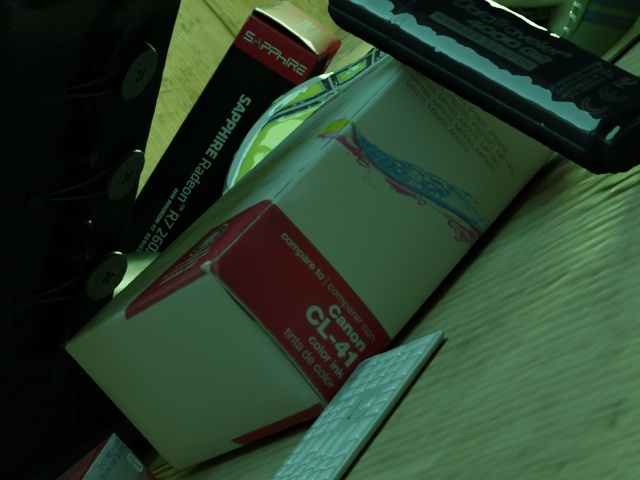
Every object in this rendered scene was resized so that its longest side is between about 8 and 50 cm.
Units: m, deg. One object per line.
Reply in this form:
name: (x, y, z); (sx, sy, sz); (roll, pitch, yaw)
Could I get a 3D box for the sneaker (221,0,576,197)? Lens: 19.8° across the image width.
sneaker: (0.067, -0.109, 1.512); (0.384, 0.145, 0.147); (-46, 9, -23)

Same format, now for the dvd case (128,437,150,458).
dvd case: (-0.242, 0.234, 1.497); (0.239, 0.029, 0.179); (-35, 9, 32)

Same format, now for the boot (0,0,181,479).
boot: (-0.165, -0.050, 1.356); (0.367, 0.146, 0.445); (-46, -30, -54)

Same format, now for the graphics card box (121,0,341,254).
graphics card box: (-0.117, -0.076, 1.960); (0.371, 0.094, 0.233); (-56, 1, 11)

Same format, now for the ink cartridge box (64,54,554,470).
ink cartridge box: (0.000, 0.000, 1.271); (0.306, 0.131, 0.226); (-44, 8, -34)

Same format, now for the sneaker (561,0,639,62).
sneaker: (0.226, -0.198, 1.443); (0.192, 0.086, 0.064); (-40, 8, 5)

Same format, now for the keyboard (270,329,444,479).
keyboard: (-0.009, 0.132, 1.013); (0.072, 0.014, 0.256); (-33, 11, 44)

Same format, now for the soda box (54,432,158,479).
soda box: (-0.152, 0.212, 0.996); (0.092, 0.083, 0.263); (-38, 9, 22)

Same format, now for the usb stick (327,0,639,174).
usb stick: (0.108, -0.117, 1.164); (0.077, 0.045, 0.278); (-27, 40, -26)
